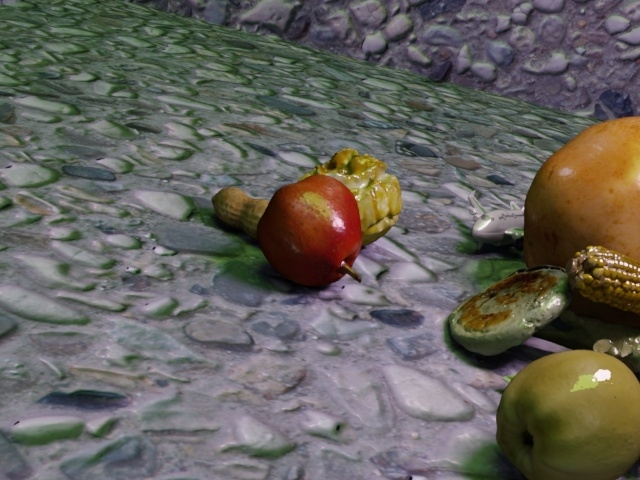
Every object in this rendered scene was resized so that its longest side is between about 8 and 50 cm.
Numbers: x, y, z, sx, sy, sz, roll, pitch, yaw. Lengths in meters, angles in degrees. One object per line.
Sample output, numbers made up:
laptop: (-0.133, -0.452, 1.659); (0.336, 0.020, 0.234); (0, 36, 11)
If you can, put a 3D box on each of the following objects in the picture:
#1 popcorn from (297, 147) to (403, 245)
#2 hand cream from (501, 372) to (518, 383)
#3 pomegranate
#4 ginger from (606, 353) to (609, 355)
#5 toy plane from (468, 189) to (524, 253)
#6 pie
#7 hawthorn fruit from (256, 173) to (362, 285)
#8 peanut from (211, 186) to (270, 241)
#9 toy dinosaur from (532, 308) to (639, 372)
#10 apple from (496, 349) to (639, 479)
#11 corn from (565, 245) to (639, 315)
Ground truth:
popcorn: (0.059, -0.076, 1.820); (0.221, 0.183, 0.204); (-27, 29, -38)
hand cream: (0.376, 0.221, 1.433); (0.175, 0.046, 0.095); (-8, 33, -41)
pomegranate: (0.568, -0.029, 1.710); (0.417, 0.416, 0.416); (10, 22, -4)
ginger: (0.463, 0.253, 1.349); (0.137, 0.074, 0.213); (22, 18, -25)
toy plane: (0.401, -0.030, 1.976); (0.251, 0.101, 0.255); (28, 31, 34)
pie: (0.321, 0.115, 1.547); (0.240, 0.054, 0.240); (-26, 13, 7)
hawthorn fruit: (0.000, 0.000, 1.613); (0.197, 0.196, 0.225); (-9, 46, -41)
peanut: (-0.142, -0.054, 1.788); (0.193, 0.089, 0.089); (28, 28, 34)
toy dinosaur: (0.539, 0.195, 1.561); (0.447, 0.087, 0.301); (5, -16, 34)
apple: (0.334, 0.238, 1.204); (0.200, 0.200, 0.200); (10, 22, -4)
corn: (0.541, 0.087, 1.490); (0.320, 0.097, 0.097); (20, 20, -14)
